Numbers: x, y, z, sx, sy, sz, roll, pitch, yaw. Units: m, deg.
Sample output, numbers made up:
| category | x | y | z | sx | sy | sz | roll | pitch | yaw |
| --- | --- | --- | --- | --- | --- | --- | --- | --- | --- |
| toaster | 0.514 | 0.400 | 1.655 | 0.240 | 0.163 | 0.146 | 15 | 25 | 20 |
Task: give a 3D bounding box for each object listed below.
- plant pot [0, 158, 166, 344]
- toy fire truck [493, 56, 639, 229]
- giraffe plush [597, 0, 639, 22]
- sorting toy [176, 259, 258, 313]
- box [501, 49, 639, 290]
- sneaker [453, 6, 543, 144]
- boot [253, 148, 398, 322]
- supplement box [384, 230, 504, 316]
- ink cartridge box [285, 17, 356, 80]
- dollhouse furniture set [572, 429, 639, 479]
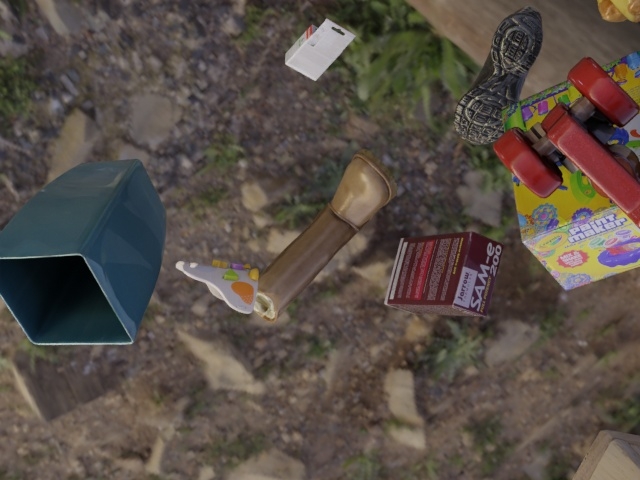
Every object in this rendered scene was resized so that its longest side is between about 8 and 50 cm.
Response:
| category | x | y | z | sx | sy | sz | roll | pitch | yaw |
| --- | --- | --- | --- | --- | --- | --- | --- | --- | --- |
| plant pot | -0.313 | 0.003 | 1.460 | 0.165 | 0.234 | 0.165 | -3 | 131 | 23 |
| toy fire truck | 0.380 | -0.095 | 1.411 | 0.169 | 0.254 | 0.302 | -44 | 176 | 15 |
| giraffe plush | 0.383 | -0.413 | 1.495 | 0.170 | 0.210 | 0.181 | -3 | 156 | -25 |
| sorting toy | -0.105 | 0.037 | 1.055 | 0.075 | 0.083 | 0.045 | 18 | 90 | -18 |
| box | 0.467 | -0.116 | 1.683 | 0.290 | 0.279 | 0.177 | -21 | 140 | 26 |
| sneaker | 0.341 | -0.302 | 1.963 | 0.286 | 0.109 | 0.130 | -63 | 175 | 35 |
| boot | 0.000 | 0.000 | 1.698 | 0.269 | 0.089 | 0.236 | -46 | 168 | -18 |
| supplement box | 0.208 | 0.060 | 1.823 | 0.073 | 0.239 | 0.130 | 19 | 81 | -22 |
| ink cartridge box | 0.000 | -0.318 | 1.731 | 0.063 | 0.029 | 0.115 | 25 | 132 | -27 |
| dollhouse furniture set | 0.168 | 0.330 | 0.481 | 0.362 | 0.256 | 0.394 | 14 | 110 | -24 |
